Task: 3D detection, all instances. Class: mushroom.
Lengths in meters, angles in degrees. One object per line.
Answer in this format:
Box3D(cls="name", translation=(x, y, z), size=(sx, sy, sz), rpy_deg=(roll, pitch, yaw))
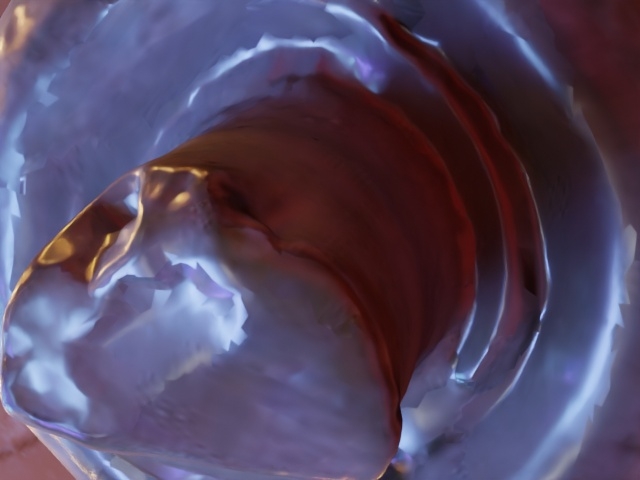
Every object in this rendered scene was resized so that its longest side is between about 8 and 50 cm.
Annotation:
Box3D(cls="mushroom", translation=(0.000, 0.000, 0.394), size=(0.204, 0.204, 0.204), rpy_deg=(-1, -87, -20))
